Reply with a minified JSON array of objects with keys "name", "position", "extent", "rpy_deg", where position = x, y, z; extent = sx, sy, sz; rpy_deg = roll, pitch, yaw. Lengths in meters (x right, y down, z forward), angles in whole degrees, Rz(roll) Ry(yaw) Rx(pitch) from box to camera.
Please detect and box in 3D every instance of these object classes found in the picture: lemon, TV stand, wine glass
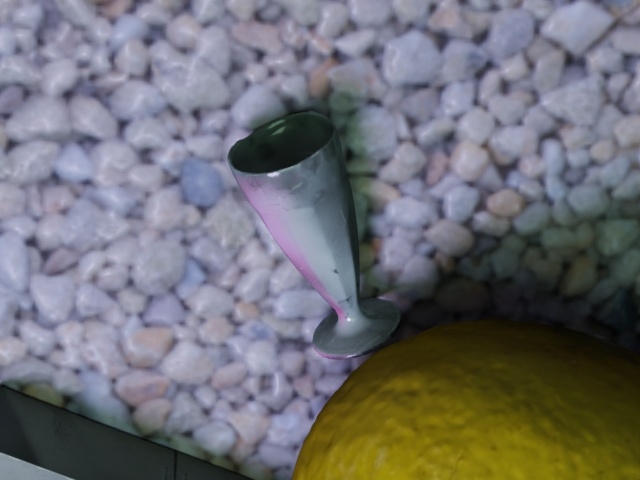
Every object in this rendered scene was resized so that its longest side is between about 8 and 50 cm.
[{"name":"lemon","position":[0.125,0.190,1.235],"extent":[0.297,0.297,0.297],"rpy_deg":[-2,118,-3]},{"name":"TV stand","position":[-0.119,0.199,1.343],"extent":[0.270,0.082,0.088],"rpy_deg":[23,116,-16]},{"name":"wine glass","position":[0.000,0.000,1.248],"extent":[0.073,0.073,0.155],"rpy_deg":[-19,117,6]}]
